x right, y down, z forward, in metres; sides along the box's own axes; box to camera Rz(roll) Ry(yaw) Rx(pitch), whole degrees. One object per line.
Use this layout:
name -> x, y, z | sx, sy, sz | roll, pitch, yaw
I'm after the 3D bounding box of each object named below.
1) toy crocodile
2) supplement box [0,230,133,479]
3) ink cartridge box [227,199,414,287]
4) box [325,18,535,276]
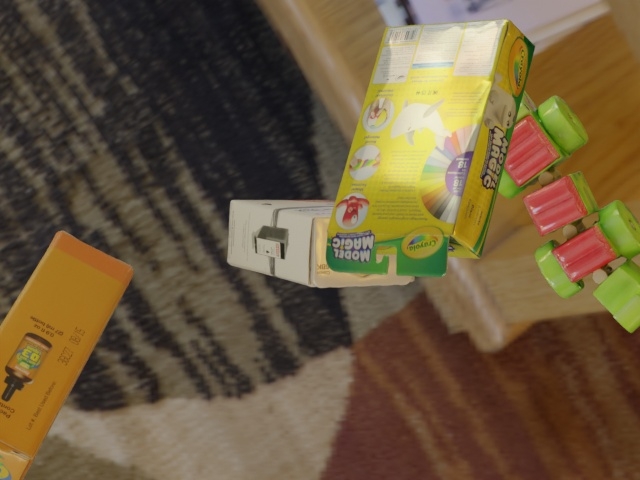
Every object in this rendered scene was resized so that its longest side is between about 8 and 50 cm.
toy crocodile -> 0.261, -0.049, 1.813 | 0.115, 0.105, 0.340 | -33, 82, 20
supplement box -> -0.236, 0.100, 1.358 | 0.078, 0.080, 0.233 | 29, 41, -5
ink cartridge box -> 0.000, 0.000, 1.316 | 0.099, 0.135, 0.056 | -1, 97, -32
box -> 0.071, -0.056, 1.082 | 0.043, 0.105, 0.179 | 36, 65, -45
